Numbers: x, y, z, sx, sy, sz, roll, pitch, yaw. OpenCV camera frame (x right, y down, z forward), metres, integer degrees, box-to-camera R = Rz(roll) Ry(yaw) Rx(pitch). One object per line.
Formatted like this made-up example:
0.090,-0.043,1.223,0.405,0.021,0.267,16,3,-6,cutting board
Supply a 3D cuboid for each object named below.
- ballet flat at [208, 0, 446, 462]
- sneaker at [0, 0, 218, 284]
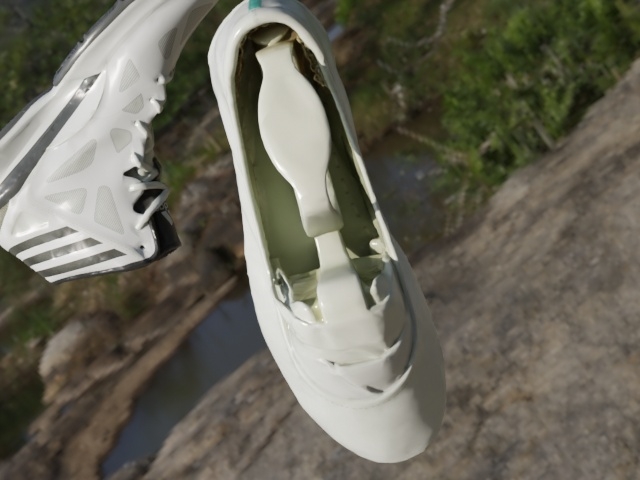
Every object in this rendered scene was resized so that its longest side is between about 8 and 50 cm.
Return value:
0.000,0.000,0.920,0.139,0.400,0.139,-17,5,1,ballet flat
-0.226,-0.126,1.478,0.447,0.257,0.169,-46,4,9,sneaker
